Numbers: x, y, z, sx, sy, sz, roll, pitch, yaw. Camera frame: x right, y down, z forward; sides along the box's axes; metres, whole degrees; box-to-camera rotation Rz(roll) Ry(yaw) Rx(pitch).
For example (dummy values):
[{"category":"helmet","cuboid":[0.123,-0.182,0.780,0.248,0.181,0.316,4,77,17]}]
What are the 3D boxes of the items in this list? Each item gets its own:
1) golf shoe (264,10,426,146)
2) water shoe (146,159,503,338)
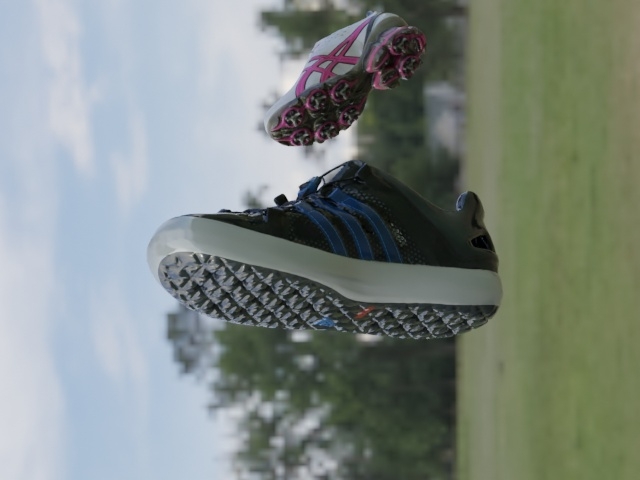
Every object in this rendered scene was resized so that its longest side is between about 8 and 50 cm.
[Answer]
[{"category":"golf shoe","cuboid":[0.013,-0.159,1.868,0.086,0.186,0.067,37,156,42]},{"category":"water shoe","cuboid":[0.000,0.000,0.956,0.073,0.203,0.080,-33,55,47]}]
